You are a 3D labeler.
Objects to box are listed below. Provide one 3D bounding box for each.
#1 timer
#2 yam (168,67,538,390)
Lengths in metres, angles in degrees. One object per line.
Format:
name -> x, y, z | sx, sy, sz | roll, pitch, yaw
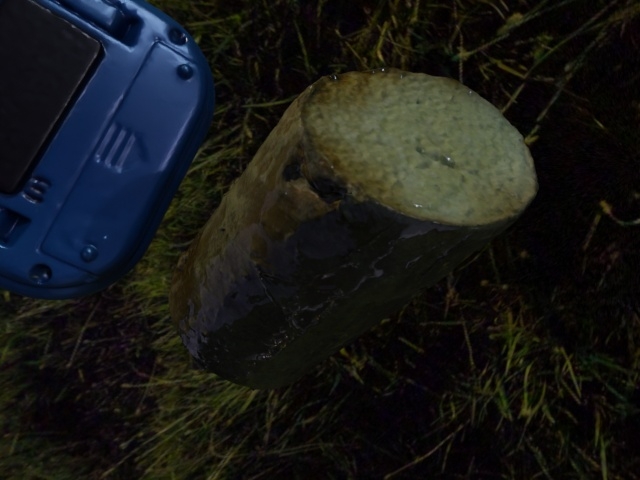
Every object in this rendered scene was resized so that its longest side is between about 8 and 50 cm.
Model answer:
timer -> -0.287, -0.124, 0.548 | 0.340, 0.309, 0.115 | -66, 19, -13
yam -> 0.000, 0.000, 0.431 | 0.168, 0.168, 0.304 | 55, 131, 12
